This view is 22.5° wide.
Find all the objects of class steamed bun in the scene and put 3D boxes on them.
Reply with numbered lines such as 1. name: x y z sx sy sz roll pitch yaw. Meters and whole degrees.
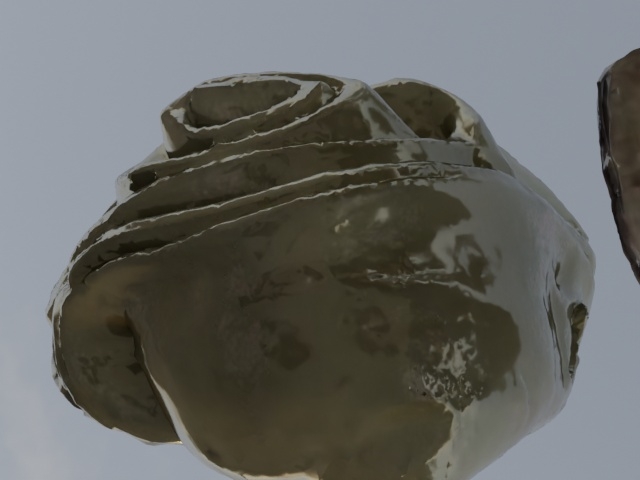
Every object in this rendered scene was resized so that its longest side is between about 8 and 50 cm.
1. steamed bun: 0.009 0.002 0.968 0.309 0.324 0.219 11 -70 35

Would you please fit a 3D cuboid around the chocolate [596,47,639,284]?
1. chocolate: 0.286 -0.044 0.727 0.303 0.100 0.185 -20 -134 18
